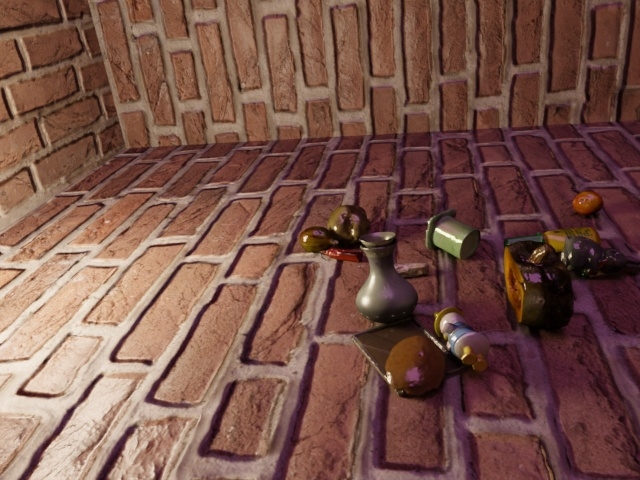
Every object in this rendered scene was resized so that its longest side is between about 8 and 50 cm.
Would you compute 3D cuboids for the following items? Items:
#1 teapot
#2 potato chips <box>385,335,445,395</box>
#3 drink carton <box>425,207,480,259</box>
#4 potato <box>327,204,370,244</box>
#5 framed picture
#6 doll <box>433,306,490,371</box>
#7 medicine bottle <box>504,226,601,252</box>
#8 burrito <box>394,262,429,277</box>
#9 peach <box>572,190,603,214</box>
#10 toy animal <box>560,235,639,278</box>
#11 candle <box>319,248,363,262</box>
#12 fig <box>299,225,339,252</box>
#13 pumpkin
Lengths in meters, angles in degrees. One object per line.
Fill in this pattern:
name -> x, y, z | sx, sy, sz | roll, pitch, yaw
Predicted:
teapot -> 0.184, 0.105, 1.655 | 0.184, 0.250, 0.183 | -9, 14, 2
potato chips -> 0.239, 0.306, 1.435 | 0.150, 0.049, 0.201 | 1, 35, 23
drink carton -> 0.470, -0.010, 1.989 | 0.146, 0.144, 0.142 | -25, 41, -32
potato -> 0.106, -0.062, 2.174 | 0.155, 0.137, 0.200 | 21, 24, -11
framed picture -> 0.230, 0.299, 1.527 | 0.209, 0.019, 0.281 | -15, 27, -16
doll -> 0.370, 0.249, 1.495 | 0.135, 0.098, 0.241 | 1, 16, -12
medicine bottle -> 0.787, 0.004, 1.939 | 0.309, 0.076, 0.111 | -4, 20, 4
burrito -> 0.292, 0.099, 1.896 | 0.149, 0.041, 0.055 | -6, 39, 2
peach -> 1.022, -0.140, 2.163 | 0.101, 0.100, 0.100 | -5, 26, 3
toy animal -> 0.876, 0.053, 1.768 | 0.236, 0.138, 0.108 | 0, -7, 21
candle -> 0.073, 0.056, 2.047 | 0.162, 0.048, 0.053 | 6, -6, 24
fig -> 0.000, 0.000, 2.097 | 0.155, 0.103, 0.109 | 15, 53, 40
pumpkin -> 0.611, 0.102, 1.612 | 0.139, 0.221, 0.317 | -2, 25, 11
